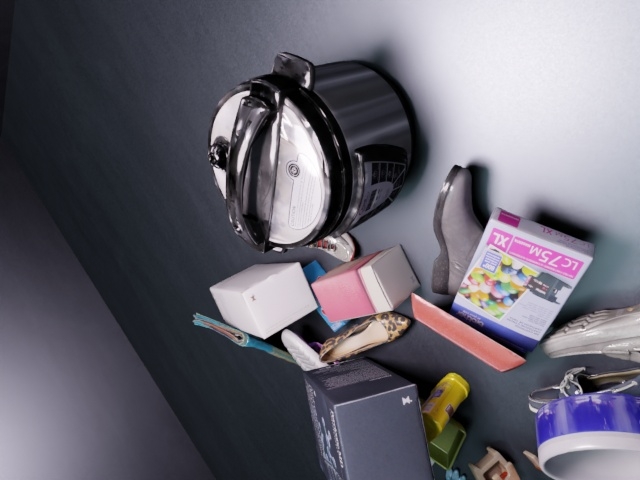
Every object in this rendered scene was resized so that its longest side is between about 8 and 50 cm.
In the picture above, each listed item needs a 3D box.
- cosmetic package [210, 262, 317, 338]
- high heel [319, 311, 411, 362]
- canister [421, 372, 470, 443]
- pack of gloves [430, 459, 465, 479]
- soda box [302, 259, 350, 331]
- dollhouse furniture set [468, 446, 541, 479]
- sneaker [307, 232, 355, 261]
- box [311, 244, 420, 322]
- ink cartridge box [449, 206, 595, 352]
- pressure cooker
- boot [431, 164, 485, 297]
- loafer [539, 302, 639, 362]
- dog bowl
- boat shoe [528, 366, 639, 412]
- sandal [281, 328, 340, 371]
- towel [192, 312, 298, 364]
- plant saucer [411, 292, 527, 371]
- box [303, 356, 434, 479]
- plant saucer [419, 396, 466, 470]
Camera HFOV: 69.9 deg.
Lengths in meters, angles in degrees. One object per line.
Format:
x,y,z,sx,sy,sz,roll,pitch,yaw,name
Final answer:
-0.190,0.175,1.432,0.365,0.197,0.155,-4,110,63,cosmetic package
0.120,0.283,1.281,0.261,0.186,0.093,-24,95,46,high heel
0.311,0.444,1.210,0.073,0.170,0.126,41,134,18,canister
0.350,0.760,1.438,0.195,0.046,0.232,27,128,28,pack of gloves
0.014,0.169,1.398,0.210,0.071,0.067,51,138,8,soda box
0.482,0.615,1.113,0.135,0.262,0.259,55,170,1,dollhouse furniture set
0.000,0.000,1.304,0.225,0.092,0.088,30,129,26,sneaker
0.117,0.118,1.222,0.232,0.148,0.127,-23,95,45,box
0.383,0.103,0.925,0.185,0.065,0.311,25,133,19,ink cartridge box
-0.040,-0.180,1.006,0.375,0.420,0.370,-17,99,45,pressure cooker
0.365,0.005,0.982,0.222,0.118,0.338,16,132,31,boot
0.581,0.185,0.869,0.319,0.112,0.111,-31,82,46,loafer
0.575,0.408,0.912,0.264,0.104,0.265,8,140,7,dog bowl
0.560,0.318,0.971,0.254,0.095,0.079,-23,98,45,boat shoe
0.038,0.425,1.507,0.416,0.102,0.169,45,151,-4,sandal
-0.232,0.355,1.580,0.271,0.040,0.370,12,161,39,towel
0.327,0.221,1.037,0.259,0.258,0.048,30,87,26,plant saucer
0.111,0.506,1.220,0.395,0.211,0.294,158,102,-76,box
0.326,0.552,1.345,0.188,0.045,0.188,28,129,29,plant saucer
